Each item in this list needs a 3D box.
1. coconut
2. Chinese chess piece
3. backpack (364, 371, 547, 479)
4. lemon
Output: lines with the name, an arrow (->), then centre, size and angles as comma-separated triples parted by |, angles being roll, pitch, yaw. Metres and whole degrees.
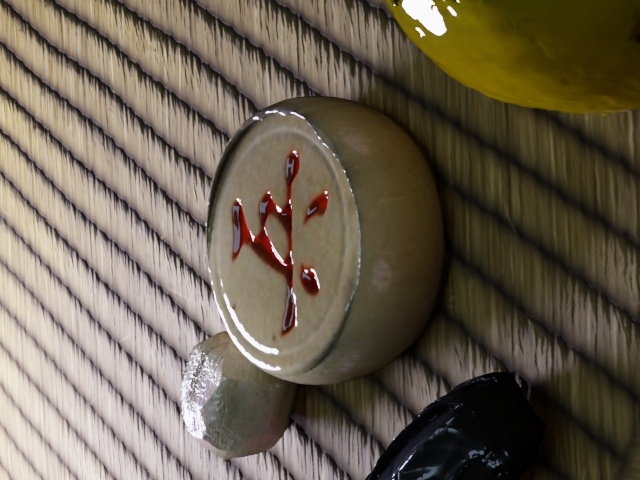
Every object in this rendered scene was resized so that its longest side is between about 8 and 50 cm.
coconut -> -0.079, 0.150, 1.492 | 0.110, 0.110, 0.124 | 35, 114, 45
Chinese chess piece -> 0.000, 0.000, 1.376 | 0.250, 0.103, 0.249 | 4, 95, 53
backpack -> 0.108, 0.180, 1.249 | 0.106, 0.120, 0.165 | 50, 134, 9
lemon -> 0.158, -0.224, 0.998 | 0.297, 0.297, 0.297 | 8, 100, 52
